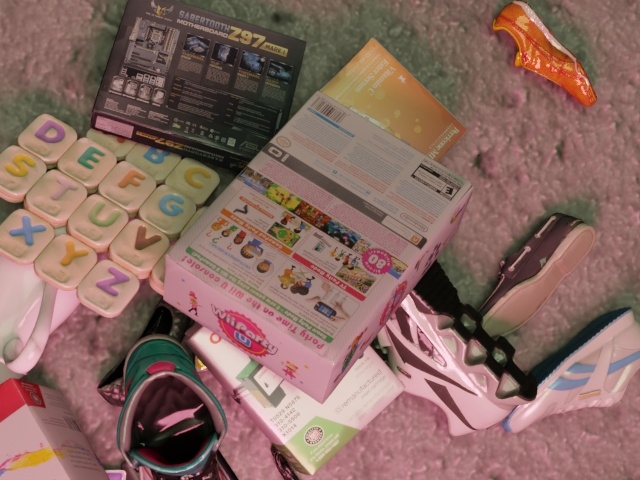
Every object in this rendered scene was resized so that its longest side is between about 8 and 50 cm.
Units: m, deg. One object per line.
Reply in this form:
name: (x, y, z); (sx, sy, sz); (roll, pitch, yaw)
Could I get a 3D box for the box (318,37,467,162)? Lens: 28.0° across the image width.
box: (0.075, -0.146, 1.631); (0.170, 0.091, 0.130); (43, 79, -3)

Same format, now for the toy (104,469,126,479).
toy: (-0.302, 0.393, 1.527); (0.137, 0.056, 0.237); (1, 84, -9)

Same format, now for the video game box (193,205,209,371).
video game box: (-0.065, 0.062, 1.607); (0.187, 0.048, 0.205); (2, 84, -13)

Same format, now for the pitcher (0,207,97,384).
pitcher: (-0.330, 0.061, 1.487); (0.125, 0.178, 0.207); (35, 67, -30)

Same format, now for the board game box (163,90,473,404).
board game box: (0.000, 0.000, 1.459); (0.224, 0.097, 0.303); (32, 56, 13)

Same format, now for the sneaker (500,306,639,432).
sneaker: (0.332, 0.182, 1.647); (0.229, 0.087, 0.092); (-35, 93, -10)

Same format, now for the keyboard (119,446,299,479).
keyboard: (-0.085, 0.358, 1.583); (0.201, 0.033, 0.317); (-33, 92, -12)

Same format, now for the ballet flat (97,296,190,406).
ballet flat: (-0.208, 0.126, 1.566); (0.049, 0.057, 0.173); (37, 80, -42)

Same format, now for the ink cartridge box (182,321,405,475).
ink cartridge box: (-0.034, 0.145, 1.534); (0.160, 0.092, 0.219); (-42, 94, -12)

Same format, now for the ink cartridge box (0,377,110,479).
ink cartridge box: (-0.330, 0.268, 1.460); (0.127, 0.128, 0.176); (-36, 70, 3)

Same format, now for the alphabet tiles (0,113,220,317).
alphabet tiles: (-0.245, -0.040, 1.512); (0.284, 0.021, 0.278); (31, 45, 3)

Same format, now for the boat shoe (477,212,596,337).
boat shoe: (0.267, 0.045, 1.673); (0.206, 0.075, 0.065); (-44, 50, -6)

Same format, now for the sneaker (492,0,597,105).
sneaker: (0.297, -0.239, 1.704); (0.067, 0.064, 0.175); (-44, 88, 9)

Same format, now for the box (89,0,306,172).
box: (-0.149, -0.194, 1.592); (0.233, 0.059, 0.183); (16, 68, -9)

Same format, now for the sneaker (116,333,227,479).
sneaker: (-0.156, 0.260, 1.470); (0.124, 0.178, 0.295); (-16, 95, -6)

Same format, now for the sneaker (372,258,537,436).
sneaker: (0.106, 0.106, 1.591); (0.146, 0.122, 0.330); (-41, 84, 29)
